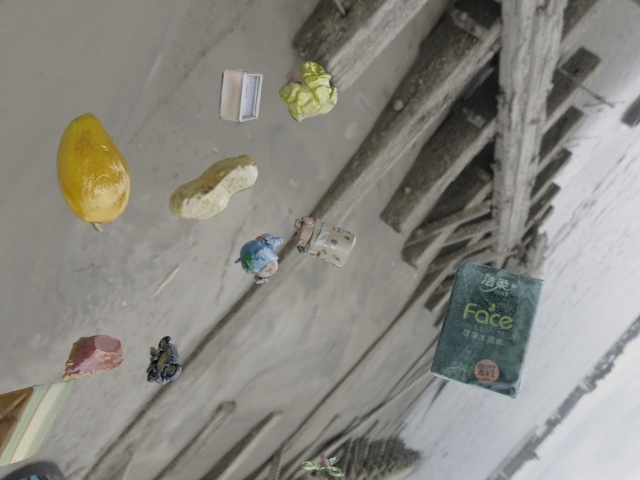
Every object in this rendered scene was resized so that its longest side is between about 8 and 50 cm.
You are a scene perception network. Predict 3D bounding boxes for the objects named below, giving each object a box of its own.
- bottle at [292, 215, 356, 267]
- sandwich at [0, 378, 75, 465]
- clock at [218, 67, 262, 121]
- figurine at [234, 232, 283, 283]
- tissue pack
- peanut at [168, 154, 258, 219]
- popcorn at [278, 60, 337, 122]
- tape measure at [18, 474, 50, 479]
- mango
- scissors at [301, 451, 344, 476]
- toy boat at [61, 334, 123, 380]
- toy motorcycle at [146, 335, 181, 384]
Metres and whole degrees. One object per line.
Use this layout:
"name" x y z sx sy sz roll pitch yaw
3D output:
"bottle" 0.000 -0.001 1.464 0.099 0.152 0.099 -157 -90 -86
"sandwich" -0.465 0.296 0.978 0.163 0.114 0.079 -20 167 33
"clock" -0.236 -0.434 1.797 0.192 0.071 0.147 -52 152 -73
"figurine" -0.158 0.049 1.734 0.178 0.114 0.145 -57 132 -59
"tissue pack" 0.435 0.230 1.575 0.103 0.227 0.316 45 61 -67
"peanut" -0.276 -0.136 1.619 0.274 0.125 0.111 -37 -165 -22
"popcorn" -0.030 -0.340 1.378 0.125 0.145 0.126 -37 125 -23
"tape measure" -0.716 0.650 1.475 0.125 0.080 0.146 -17 112 -40
"mango" -0.577 -0.175 1.539 0.176 0.317 0.119 -11 173 -29
"scissors" 0.017 0.699 1.897 0.187 0.133 0.020 30 70 -79
"toy boat" -0.664 0.341 1.807 0.099 0.141 0.318 -47 177 3
"toy motorcycle" -0.492 0.382 1.867 0.124 0.193 0.061 -42 128 2
